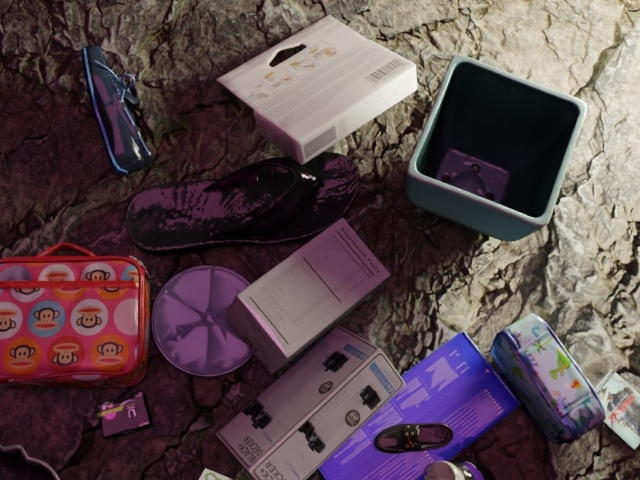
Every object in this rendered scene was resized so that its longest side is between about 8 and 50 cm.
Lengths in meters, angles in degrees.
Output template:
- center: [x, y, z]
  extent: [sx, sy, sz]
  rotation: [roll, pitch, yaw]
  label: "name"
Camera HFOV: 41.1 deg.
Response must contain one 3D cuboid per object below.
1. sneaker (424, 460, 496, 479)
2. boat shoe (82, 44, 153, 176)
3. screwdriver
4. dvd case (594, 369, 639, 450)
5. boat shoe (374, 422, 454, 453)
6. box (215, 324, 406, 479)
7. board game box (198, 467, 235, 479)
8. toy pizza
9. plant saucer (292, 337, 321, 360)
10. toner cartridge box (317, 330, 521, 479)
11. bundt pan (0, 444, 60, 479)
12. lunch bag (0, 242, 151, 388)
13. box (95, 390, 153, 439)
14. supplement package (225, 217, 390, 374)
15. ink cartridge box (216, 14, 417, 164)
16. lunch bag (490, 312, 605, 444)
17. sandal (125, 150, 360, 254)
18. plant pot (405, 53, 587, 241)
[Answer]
- center: [0.245, 0.511, 1.415]
  extent: [0.146, 0.102, 0.293]
  rotation: [6, 89, -38]
  label: "sneaker"
- center: [-0.388, -0.250, 1.634]
  extent: [0.089, 0.109, 0.258]
  rotation: [-17, 91, -15]
  label: "boat shoe"
- center: [0.000, 0.000, 1.609]
  extent: [0.170, 0.025, 0.024]
  rotation: [-34, 77, -21]
  label: "screwdriver"
- center: [0.544, 0.305, 1.540]
  extent: [0.087, 0.013, 0.119]
  rotation: [-43, 79, -14]
  label: "dvd case"
- center: [0.155, 0.327, 1.421]
  extent: [0.133, 0.042, 0.048]
  rotation: [-5, 76, -3]
  label: "boat shoe"
- center: [-0.019, 0.284, 1.430]
  extent: [0.290, 0.169, 0.087]
  rotation: [-41, 114, -12]
  label: "box"
- center: [-0.070, 0.493, 1.362]
  extent: [0.305, 0.193, 0.053]
  rotation: [22, 38, 3]
  label: "board game box"
- center: [-0.202, 0.144, 1.538]
  extent: [0.201, 0.032, 0.201]
  rotation: [3, 75, -9]
  label: "toy pizza"
- center: [-0.057, 0.160, 1.541]
  extent: [0.119, 0.021, 0.119]
  rotation: [6, 68, -14]
  label: "plant saucer"
- center: [0.158, 0.325, 1.482]
  extent: [0.348, 0.075, 0.165]
  rotation: [-34, 79, -12]
  label: "toner cartridge box"
- center: [-0.541, 0.491, 1.370]
  extent: [0.331, 0.124, 0.330]
  rotation: [1, 72, -3]
  label: "bundt pan"
- center: [-0.443, 0.127, 1.498]
  extent: [0.293, 0.120, 0.258]
  rotation: [-1, 69, -4]
  label: "lunch bag"
- center: [-0.338, 0.302, 1.476]
  extent: [0.083, 0.052, 0.062]
  rotation: [-15, 74, -9]
  label: "box"
- center: [-0.023, 0.097, 1.487]
  extent: [0.244, 0.134, 0.139]
  rotation: [-36, 82, -24]
  label: "supplement package"
- center: [-0.007, -0.300, 1.655]
  extent: [0.296, 0.066, 0.261]
  rotation: [-35, 52, -21]
  label: "ink cartridge box"
- center: [0.385, 0.242, 1.469]
  extent: [0.090, 0.176, 0.219]
  rotation: [-31, 75, -6]
  label: "lunch bag"
- center: [-0.135, -0.068, 1.572]
  extent: [0.446, 0.107, 0.167]
  rotation: [-14, 74, -7]
  label: "sandal"
- center: [0.291, -0.133, 1.539]
  extent: [0.248, 0.252, 0.247]
  rotation: [22, 72, 4]
  label: "plant pot"
